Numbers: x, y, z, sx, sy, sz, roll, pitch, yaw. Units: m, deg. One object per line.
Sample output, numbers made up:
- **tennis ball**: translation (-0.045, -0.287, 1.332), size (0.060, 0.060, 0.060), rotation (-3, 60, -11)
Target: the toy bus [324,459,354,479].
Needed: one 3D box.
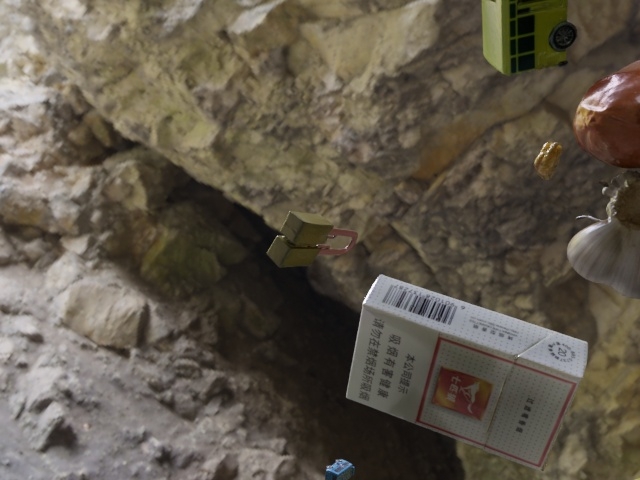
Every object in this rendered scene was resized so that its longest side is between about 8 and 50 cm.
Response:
- **toy bus**: translation (0.043, 0.543, 1.748), size (0.046, 0.038, 0.083), rotation (10, 7, 28)

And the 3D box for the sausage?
- **sausage**: translation (0.505, -0.197, 1.161), size (0.268, 0.153, 0.141), rotation (-24, 39, -37)

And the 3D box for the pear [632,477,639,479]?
- **pear**: translation (0.542, 0.516, 1.113), size (0.309, 0.309, 0.309), rotation (39, 8, -6)

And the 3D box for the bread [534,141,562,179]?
- **bread**: translation (0.525, -0.185, 1.722), size (0.044, 0.083, 0.110), rotation (27, 4, 20)

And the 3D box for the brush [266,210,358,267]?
- **brush**: translation (0.000, 0.000, 1.504), size (0.047, 0.103, 0.233), rotation (41, 22, 29)

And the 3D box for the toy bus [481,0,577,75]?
- **toy bus**: translation (0.351, -0.432, 1.293), size (0.128, 0.150, 0.262), rotation (-107, -175, -56)

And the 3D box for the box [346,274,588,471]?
- **box**: translation (0.218, 0.203, 1.161), size (0.330, 0.210, 0.095), rotation (17, 37, 13)

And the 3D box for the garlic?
- **garlic**: translation (0.498, -0.032, 1.220), size (0.207, 0.207, 0.257), rotation (35, 21, -29)
